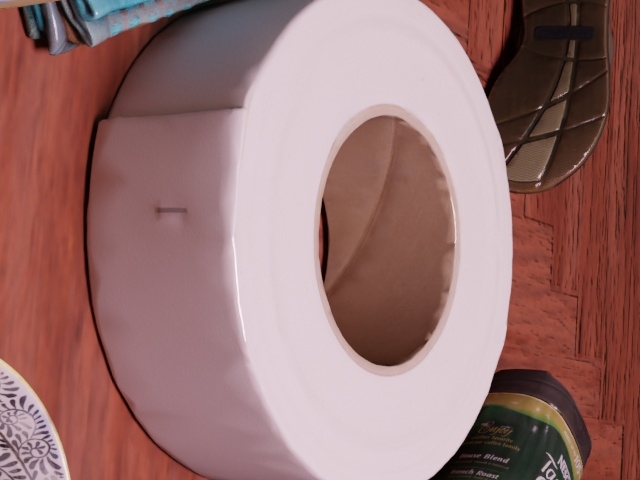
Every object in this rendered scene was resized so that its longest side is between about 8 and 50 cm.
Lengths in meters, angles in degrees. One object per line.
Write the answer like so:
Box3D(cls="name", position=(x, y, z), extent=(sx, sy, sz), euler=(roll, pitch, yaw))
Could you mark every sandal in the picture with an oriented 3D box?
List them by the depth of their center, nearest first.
Box3D(cls="sandal", position=(0.175, -0.127, 1.122), extent=(0.060, 0.090, 0.219), euler=(70, 27, -60))

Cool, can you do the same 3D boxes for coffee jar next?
Box3D(cls="coffee jar", position=(0.122, 0.177, 1.021), extent=(0.184, 0.079, 0.096), euler=(-57, 132, -39))

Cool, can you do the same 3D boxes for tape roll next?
Box3D(cls="tape roll", position=(0.000, 0.000, 0.841), extent=(0.286, 0.100, 0.286), euler=(1, 89, -54))

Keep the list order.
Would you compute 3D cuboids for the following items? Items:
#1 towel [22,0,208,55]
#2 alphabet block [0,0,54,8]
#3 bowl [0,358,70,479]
Box3D(cls="towel", position=(-0.055, -0.278, 0.824), extent=(0.370, 0.040, 0.271), euler=(-33, 116, -50))
Box3D(cls="alphabet block", position=(-0.184, -0.165, 0.504), extent=(0.192, 0.197, 0.193), euler=(-18, 103, -53))
Box3D(cls="bowl", position=(-0.185, 0.121, 0.593), extent=(0.170, 0.080, 0.170), euler=(2, 87, -54))
